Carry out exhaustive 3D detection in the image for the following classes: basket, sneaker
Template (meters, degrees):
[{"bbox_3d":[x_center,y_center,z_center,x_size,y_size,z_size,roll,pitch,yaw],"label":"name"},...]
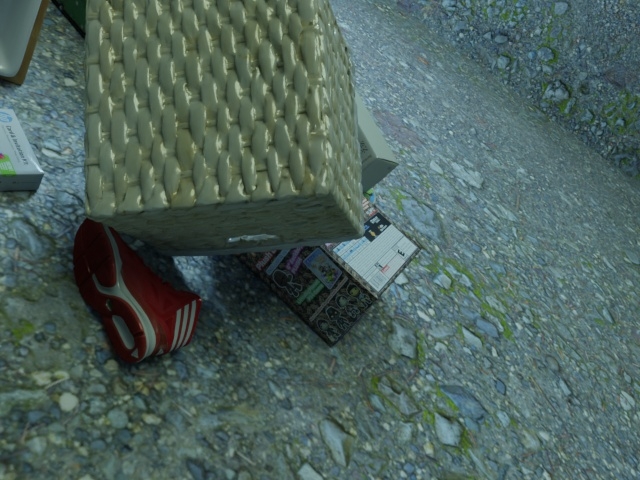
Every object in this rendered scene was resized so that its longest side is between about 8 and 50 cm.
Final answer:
[{"bbox_3d":[-0.119,-0.165,0.809,0.266,0.329,0.330,50,35,-76],"label":"basket"},{"bbox_3d":[-0.250,0.065,0.810,0.128,0.087,0.221,5,52,-56],"label":"sneaker"}]

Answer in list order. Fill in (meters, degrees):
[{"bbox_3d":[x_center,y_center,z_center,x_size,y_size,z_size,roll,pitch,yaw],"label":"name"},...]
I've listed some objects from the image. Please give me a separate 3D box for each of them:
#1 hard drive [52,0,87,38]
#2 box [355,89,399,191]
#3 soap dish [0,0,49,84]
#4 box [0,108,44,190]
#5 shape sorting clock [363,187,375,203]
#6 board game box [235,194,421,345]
[{"bbox_3d":[-0.428,-0.516,1.176,0.339,0.237,0.064,47,34,15],"label":"hard drive"},{"bbox_3d":[0.059,-0.254,1.344,0.094,0.113,0.275,7,49,-51],"label":"box"},{"bbox_3d":[-0.592,-0.413,0.924,0.291,0.228,0.118,18,22,-27],"label":"soap dish"},{"bbox_3d":[-0.509,-0.130,0.817,0.186,0.038,0.145,-6,53,-48],"label":"box"},{"bbox_3d":[0.046,-0.151,1.364,0.206,0.040,0.206,25,36,-20],"label":"shape sorting clock"},{"bbox_3d":[0.000,0.000,1.046,0.291,0.141,0.232,43,33,7],"label":"board game box"}]
